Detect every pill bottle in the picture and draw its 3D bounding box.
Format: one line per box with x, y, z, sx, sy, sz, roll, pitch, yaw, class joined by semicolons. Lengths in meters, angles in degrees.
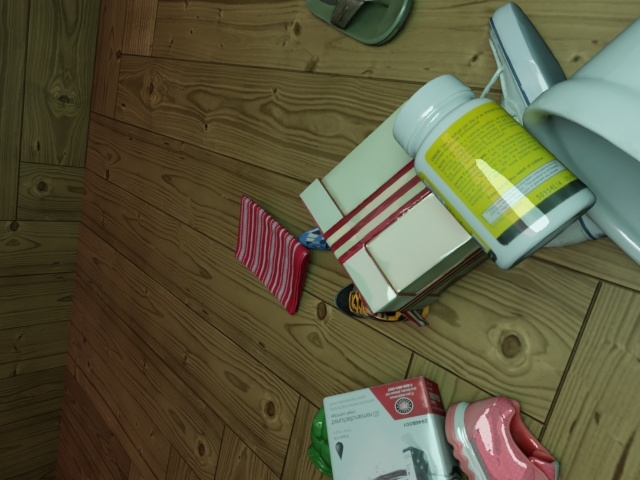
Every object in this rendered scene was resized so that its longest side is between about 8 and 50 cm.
0.182;-0.081;0.491;0.119;0.119;0.209;-49;66;31;pill bottle

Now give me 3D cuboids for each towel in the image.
-0.129;0.034;1.080;0.275;0.031;0.199;40;132;34;towel

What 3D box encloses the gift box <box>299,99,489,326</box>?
0.153;-0.017;0.718;0.258;0.276;0.255;-40;61;18;gift box

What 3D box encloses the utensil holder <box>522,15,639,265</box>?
0.439;-0.129;0.357;0.385;0.327;0.328;-42;63;16;utensil holder

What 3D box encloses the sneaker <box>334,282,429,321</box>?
0.104;0.121;0.870;0.214;0.083;0.084;-6;89;43;sneaker

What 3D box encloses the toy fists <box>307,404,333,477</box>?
0.082;0.457;0.892;0.279;0.096;0.142;34;111;38;toy fists

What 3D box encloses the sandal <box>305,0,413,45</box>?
0.057;-0.483;0.892;0.302;0.086;0.120;35;114;36;sandal

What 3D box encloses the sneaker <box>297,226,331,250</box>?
0.000;0.000;0.981;0.144;0.053;0.059;-27;76;40;sneaker

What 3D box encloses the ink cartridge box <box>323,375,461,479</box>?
0.129;0.396;0.748;0.196;0.114;0.273;-20;60;19;ink cartridge box

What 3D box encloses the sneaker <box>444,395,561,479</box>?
0.314;0.392;0.667;0.136;0.115;0.314;-39;66;34;sneaker

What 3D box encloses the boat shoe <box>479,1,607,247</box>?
0.301;-0.160;0.665;0.156;0.135;0.367;-25;84;43;boat shoe
